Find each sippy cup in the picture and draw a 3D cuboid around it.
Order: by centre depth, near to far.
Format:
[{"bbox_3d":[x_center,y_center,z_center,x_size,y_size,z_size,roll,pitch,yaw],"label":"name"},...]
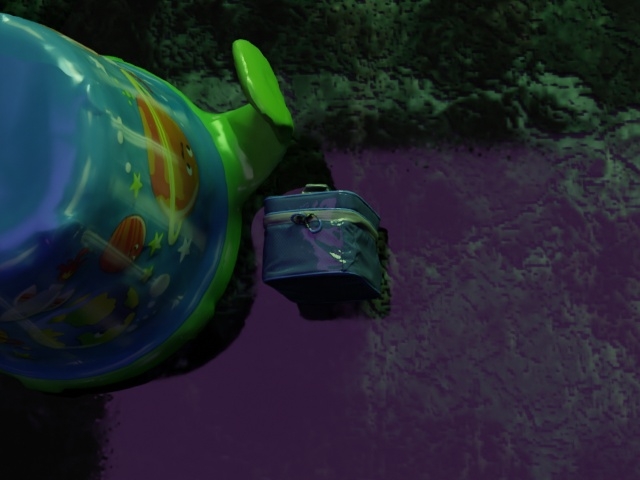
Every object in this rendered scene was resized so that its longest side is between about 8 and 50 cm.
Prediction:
[{"bbox_3d":[-0.185,-0.032,0.969,0.240,0.224,0.305,32,86,15],"label":"sippy cup"}]

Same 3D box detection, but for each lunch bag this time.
[{"bbox_3d":[0.000,0.000,0.994,0.067,0.098,0.065,-5,75,14],"label":"lunch bag"}]
